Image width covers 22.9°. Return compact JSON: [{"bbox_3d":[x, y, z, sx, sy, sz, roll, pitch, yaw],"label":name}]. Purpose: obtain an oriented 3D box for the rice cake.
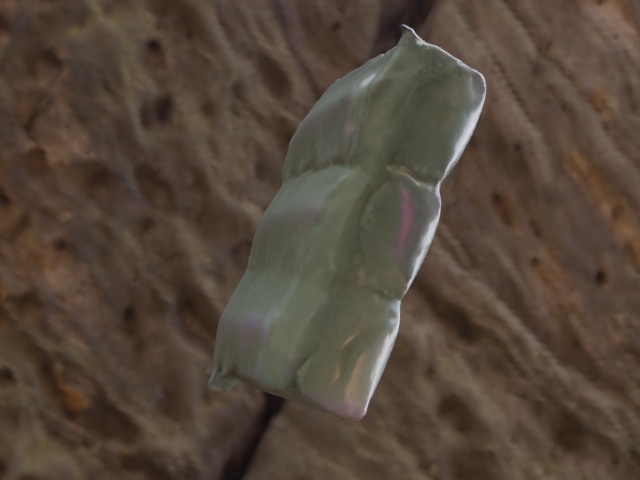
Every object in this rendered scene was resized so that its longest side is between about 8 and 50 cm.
[{"bbox_3d":[0.000,0.000,0.561,0.043,0.127,0.237,22,-5,-5],"label":"rice cake"}]
